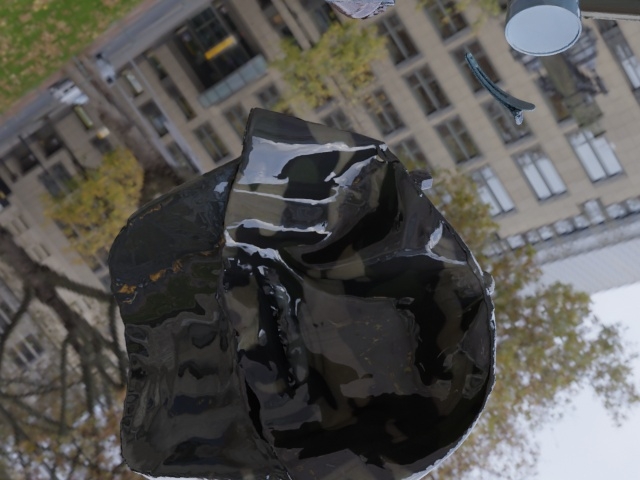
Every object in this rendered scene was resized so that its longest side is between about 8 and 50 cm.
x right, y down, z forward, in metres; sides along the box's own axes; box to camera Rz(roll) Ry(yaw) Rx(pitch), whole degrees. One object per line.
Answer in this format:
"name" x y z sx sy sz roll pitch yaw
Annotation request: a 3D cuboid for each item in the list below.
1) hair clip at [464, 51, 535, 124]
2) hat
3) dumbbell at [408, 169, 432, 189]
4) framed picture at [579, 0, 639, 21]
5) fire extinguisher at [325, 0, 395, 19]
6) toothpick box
"hair clip" 0.449 -0.396 2.230 0.039 0.229 0.070 -46 177 -37
"hat" -0.042 0.086 0.840 0.257 0.366 0.381 3 165 -28
"dumbbell" 0.150 -0.068 1.338 0.036 0.083 0.040 3 -151 -7
"framed picture" 0.765 -0.596 1.901 0.326 0.028 0.446 -46 -148 -11
"fire extinguisher" -0.007 -0.411 1.267 0.141 0.341 0.105 22 -92 44
"toothpick box" 0.300 -0.341 1.166 0.101 0.101 0.153 -20 -129 44
